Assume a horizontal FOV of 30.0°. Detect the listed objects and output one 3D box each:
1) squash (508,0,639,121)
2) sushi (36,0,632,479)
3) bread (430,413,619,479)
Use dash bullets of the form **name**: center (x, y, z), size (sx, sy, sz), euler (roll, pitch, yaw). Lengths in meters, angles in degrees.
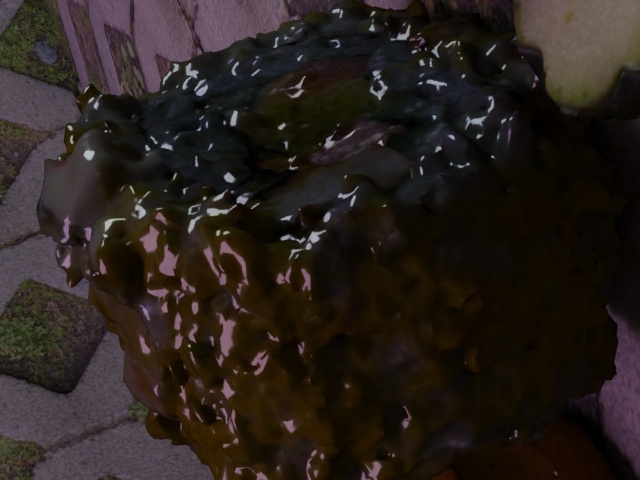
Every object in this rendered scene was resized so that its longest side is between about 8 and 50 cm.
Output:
- **squash**: center (0.181, -0.161, 0.554), size (0.220, 0.133, 0.220), euler (176, 90, -74)
- **sushi**: center (0.000, 0.000, 0.821), size (0.396, 0.351, 0.240), euler (-137, 30, -59)
- **bread**: center (0.159, 0.275, 0.982), size (0.312, 0.172, 0.312), euler (157, 90, -78)
